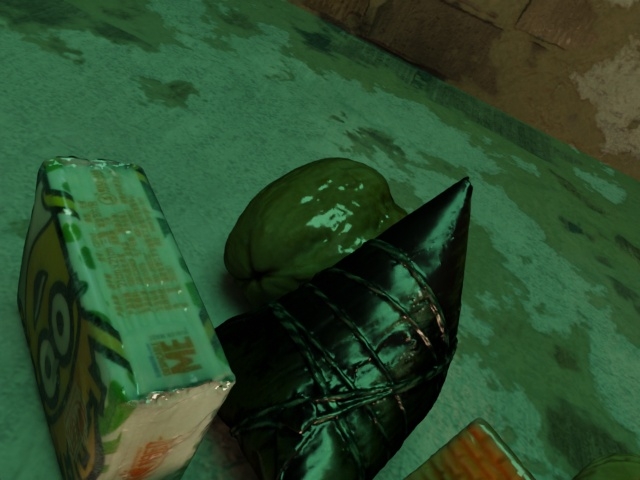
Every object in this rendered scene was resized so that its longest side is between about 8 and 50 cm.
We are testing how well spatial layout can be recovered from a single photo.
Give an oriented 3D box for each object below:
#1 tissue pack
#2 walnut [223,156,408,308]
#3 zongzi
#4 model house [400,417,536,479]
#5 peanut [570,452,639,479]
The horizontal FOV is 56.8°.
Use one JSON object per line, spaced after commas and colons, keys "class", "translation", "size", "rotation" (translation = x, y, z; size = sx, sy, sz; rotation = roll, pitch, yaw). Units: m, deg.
{"class": "tissue pack", "translation": [-0.222, 0.095, 0.623], "size": [0.128, 0.228, 0.310], "rotation": [-2, 45, -37]}
{"class": "walnut", "translation": [0.000, 0.000, 0.888], "size": [0.283, 0.283, 0.227], "rotation": [-36, 109, -51]}
{"class": "zongzi", "translation": [0.054, 0.100, 0.701], "size": [0.384, 0.362, 0.319], "rotation": [-9, 32, -38]}
{"class": "model house", "translation": [0.113, 0.312, 0.568], "size": [0.237, 0.237, 0.202], "rotation": [-6, 49, -37]}
{"class": "peanut", "translation": [0.451, 0.377, 0.789], "size": [0.291, 0.143, 0.159], "rotation": [28, 46, -4]}
